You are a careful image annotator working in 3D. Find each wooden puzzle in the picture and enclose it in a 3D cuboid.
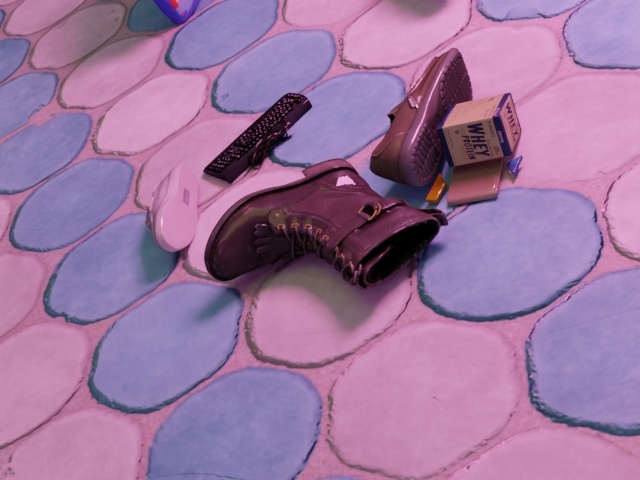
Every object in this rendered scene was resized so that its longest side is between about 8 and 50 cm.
[{"bbox_3d":[0.195,-0.075,1.527,0.116,0.014,0.078,-4,47,31],"label":"wooden puzzle"}]

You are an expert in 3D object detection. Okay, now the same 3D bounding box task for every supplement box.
[{"bbox_3d":[0.204,-0.141,1.545,0.083,0.056,0.083,-10,24,25],"label":"supplement box"}]

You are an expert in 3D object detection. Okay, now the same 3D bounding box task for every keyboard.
[{"bbox_3d":[-0.091,-0.163,1.808,0.192,0.038,0.100,-46,39,-20],"label":"keyboard"}]

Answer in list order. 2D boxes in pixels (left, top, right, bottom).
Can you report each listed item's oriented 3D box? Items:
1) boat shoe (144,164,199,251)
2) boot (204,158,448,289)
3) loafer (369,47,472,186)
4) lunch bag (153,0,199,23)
[{"bbox_3d":[-0.220,-0.040,1.729,0.063,0.066,0.184,-31,36,23],"label":"boat shoe"},{"bbox_3d":[0.000,0.000,1.503,0.263,0.091,0.229,-34,35,-10],"label":"boot"},{"bbox_3d":[0.130,-0.169,1.607,0.087,0.094,0.251,-1,40,32],"label":"loafer"},{"bbox_3d":[-0.281,-0.557,2.207,0.138,0.221,0.293,-5,58,24],"label":"lunch bag"}]
